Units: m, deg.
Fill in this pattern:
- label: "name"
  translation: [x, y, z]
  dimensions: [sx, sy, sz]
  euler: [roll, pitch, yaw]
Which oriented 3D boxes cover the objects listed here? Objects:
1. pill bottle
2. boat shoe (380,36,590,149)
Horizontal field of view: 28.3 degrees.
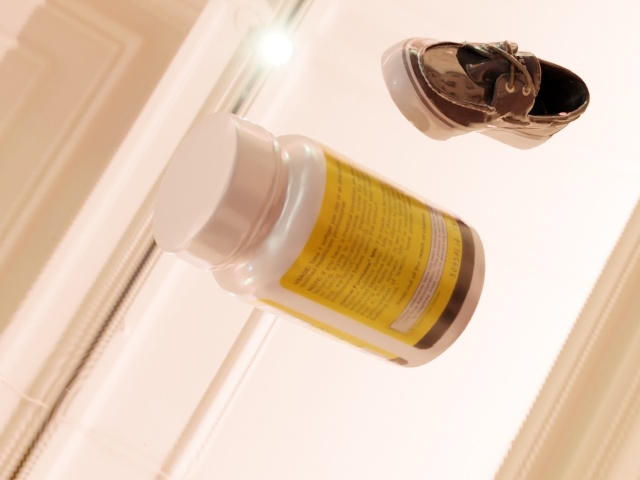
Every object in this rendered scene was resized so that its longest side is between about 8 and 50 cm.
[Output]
- label: "pill bottle"
  translation: [0.000, 0.000, 0.860]
  dimensions: [0.208, 0.119, 0.119]
  euler: [26, -103, -30]
- label: "boat shoe"
  translation: [0.133, -0.115, 0.943]
  dimensions: [0.076, 0.228, 0.080]
  euler: [-28, -113, 32]
